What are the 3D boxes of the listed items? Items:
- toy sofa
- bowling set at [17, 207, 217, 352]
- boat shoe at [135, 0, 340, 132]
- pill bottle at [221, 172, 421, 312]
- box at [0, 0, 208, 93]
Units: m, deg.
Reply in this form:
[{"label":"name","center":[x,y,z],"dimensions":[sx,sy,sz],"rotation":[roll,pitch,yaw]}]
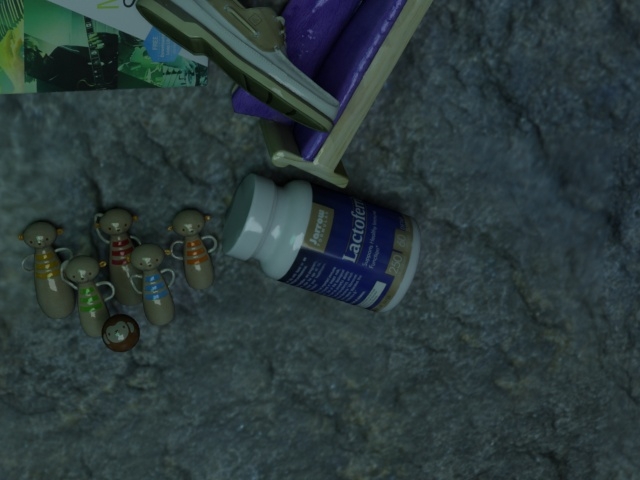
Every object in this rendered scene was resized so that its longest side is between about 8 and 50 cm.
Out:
[{"label":"toy sofa","center":[0.030,-0.272,1.979],"dimensions":[0.177,0.150,0.362],"rotation":[23,110,-21]},{"label":"bowling set","center":[-0.279,0.050,2.062],"dimensions":[0.287,0.200,0.154],"rotation":[-13,116,-8]},{"label":"boat shoe","center":[-0.090,-0.259,1.883],"dimensions":[0.302,0.113,0.103],"rotation":[36,81,-4]},{"label":"pill bottle","center":[0.000,0.000,2.104],"dimensions":[0.265,0.153,0.153],"rotation":[18,111,-18]},{"label":"box","center":[-0.305,-0.315,1.924],"dimensions":[0.322,0.058,0.232],"rotation":[-4,117,-17]}]
